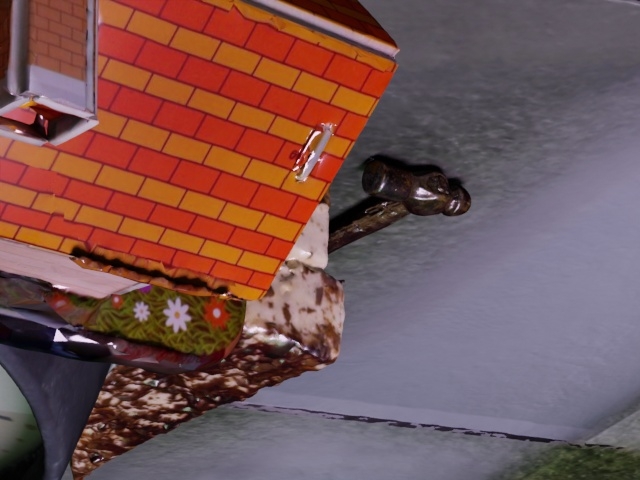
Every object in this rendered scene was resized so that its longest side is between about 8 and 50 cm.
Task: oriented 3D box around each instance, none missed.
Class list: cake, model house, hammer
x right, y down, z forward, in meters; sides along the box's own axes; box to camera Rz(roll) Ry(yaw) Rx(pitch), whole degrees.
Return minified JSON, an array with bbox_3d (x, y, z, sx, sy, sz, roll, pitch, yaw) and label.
[{"bbox_3d":[-0.111,0.033,0.954,0.135,0.112,0.246,19,149,-35],"label":"cake"},{"bbox_3d":[-0.093,-0.089,0.569,0.294,0.207,0.154,17,157,-40],"label":"model house"},{"bbox_3d":[0.000,0.000,1.012,0.065,0.021,0.178,18,148,-39],"label":"hammer"}]

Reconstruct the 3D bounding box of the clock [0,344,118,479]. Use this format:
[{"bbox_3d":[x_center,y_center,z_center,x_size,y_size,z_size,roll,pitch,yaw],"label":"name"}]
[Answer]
[{"bbox_3d":[-0.279,0.024,0.819,0.386,0.076,0.386,9,147,6],"label":"clock"}]
